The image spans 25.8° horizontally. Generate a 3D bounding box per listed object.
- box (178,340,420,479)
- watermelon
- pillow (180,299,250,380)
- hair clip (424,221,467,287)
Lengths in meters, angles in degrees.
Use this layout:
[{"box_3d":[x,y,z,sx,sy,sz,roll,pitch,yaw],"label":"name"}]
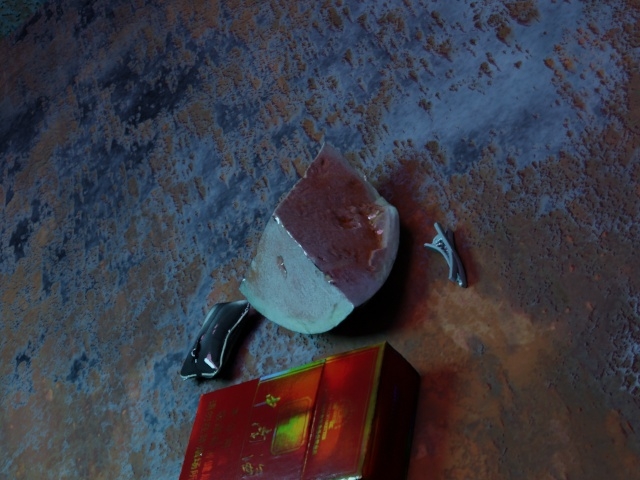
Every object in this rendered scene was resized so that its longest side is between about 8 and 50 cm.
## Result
[{"box_3d":[-0.034,0.260,1.755,0.313,0.089,0.197,-19,41,33],"label":"box"},{"box_3d":[0.000,0.000,1.927,0.256,0.176,0.260,-2,31,37],"label":"watermelon"},{"box_3d":[-0.152,0.145,2.035,0.135,0.055,0.091,-63,5,-28],"label":"pillow"},{"box_3d":[0.165,0.025,1.838,0.039,0.030,0.115,-54,27,24],"label":"hair clip"}]
